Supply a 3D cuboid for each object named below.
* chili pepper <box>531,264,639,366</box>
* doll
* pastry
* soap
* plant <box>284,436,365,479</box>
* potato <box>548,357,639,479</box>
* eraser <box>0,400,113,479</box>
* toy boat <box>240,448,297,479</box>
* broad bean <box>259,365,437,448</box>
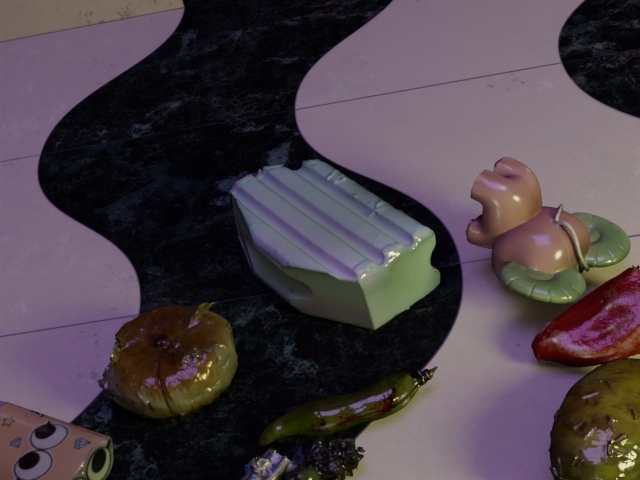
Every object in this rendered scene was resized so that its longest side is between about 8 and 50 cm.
[{"bbox_3d":[0.497,0.160,1.895,0.253,0.144,0.136,-30,-1,-4],"label":"chili pepper"},{"bbox_3d":[0.415,-0.004,2.013,0.268,0.216,0.284,28,47,32],"label":"doll"},{"bbox_3d":[-0.279,0.221,2.025,0.236,0.120,0.257,5,44,22],"label":"pastry"},{"bbox_3d":[0.000,0.000,2.176,0.261,0.156,0.446,-33,43,-21],"label":"soap"},{"bbox_3d":[-0.005,0.388,1.783,0.174,0.087,0.085,-38,10,-21],"label":"plant"},{"bbox_3d":[0.463,0.292,1.705,0.176,0.141,0.298,17,48,20],"label":"potato"},{"bbox_3d":[-0.529,0.390,1.925,0.291,0.087,0.171,12,45,27],"label":"eraser"},{"bbox_3d":[-0.128,0.428,1.781,0.066,0.084,0.210,42,71,4],"label":"toy boat"},{"bbox_3d":[0.052,0.294,1.886,0.339,0.061,0.077,-17,32,-5],"label":"broad bean"}]
